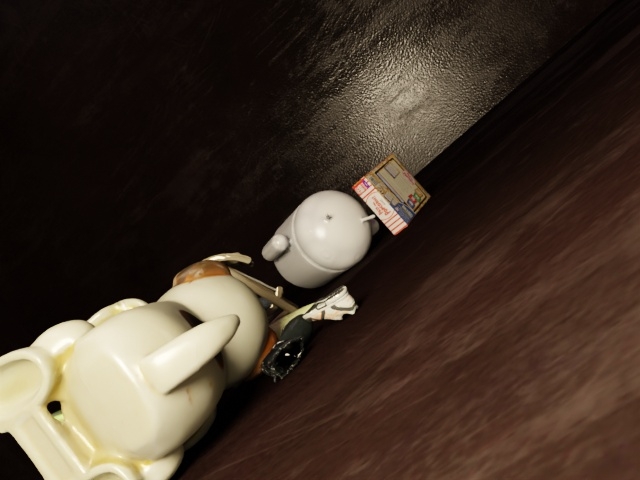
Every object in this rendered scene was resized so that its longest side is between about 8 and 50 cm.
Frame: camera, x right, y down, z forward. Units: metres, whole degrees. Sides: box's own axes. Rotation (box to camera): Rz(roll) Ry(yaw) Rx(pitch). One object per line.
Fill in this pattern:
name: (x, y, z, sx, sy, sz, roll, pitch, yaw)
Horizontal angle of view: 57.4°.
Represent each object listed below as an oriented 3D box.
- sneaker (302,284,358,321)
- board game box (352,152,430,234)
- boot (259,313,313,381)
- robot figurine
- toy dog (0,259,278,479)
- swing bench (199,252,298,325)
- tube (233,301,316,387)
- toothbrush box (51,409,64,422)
sneaker: (0.013, 0.106, 0.869, 0.109, 0.044, 0.040, -34, 11, 50)
board game box: (0.172, -0.114, 1.371, 0.045, 0.147, 0.193, -41, 1, 36)
boot: (-0.044, 0.158, 0.877, 0.121, 0.045, 0.099, -50, 1, -20)
robot figurine: (0.000, 0.000, 1.473, 0.300, 0.200, 0.353, -13, -13, -28)
toy dog: (-0.238, 0.172, 0.904, 0.395, 0.284, 0.408, -48, -6, 22)
swing bench: (-0.189, 0.134, 1.439, 0.165, 0.255, 0.253, -42, 1, -6)
tube: (-0.088, 0.188, 1.130, 0.240, 0.062, 0.070, -37, 43, -23)
toothbrush box: (-0.488, 0.425, 1.388, 0.283, 0.122, 0.206, -15, -6, -12)
